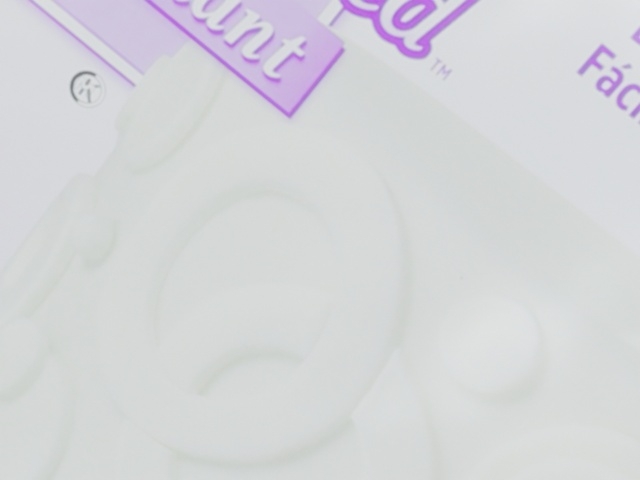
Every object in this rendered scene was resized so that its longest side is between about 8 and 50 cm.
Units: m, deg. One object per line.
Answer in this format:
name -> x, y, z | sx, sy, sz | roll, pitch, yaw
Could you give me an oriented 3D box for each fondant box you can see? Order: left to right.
fondant box -> 0.000, 0.000, 0.414 | 0.330, 0.238, 0.096 | -50, -177, 20
